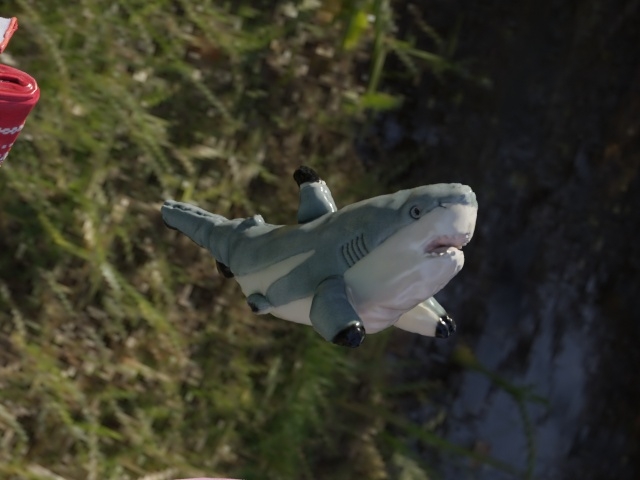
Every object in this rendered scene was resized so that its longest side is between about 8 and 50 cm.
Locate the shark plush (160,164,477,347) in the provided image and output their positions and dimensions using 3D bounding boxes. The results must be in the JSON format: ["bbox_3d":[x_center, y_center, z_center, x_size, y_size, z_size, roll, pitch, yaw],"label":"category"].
[{"bbox_3d":[0.000,0.000,0.704,0.073,0.161,0.067,1,98,-38],"label":"shark plush"}]

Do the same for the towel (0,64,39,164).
[{"bbox_3d":[-0.310,-0.026,1.012,0.199,0.031,0.275,2,146,-34],"label":"towel"}]

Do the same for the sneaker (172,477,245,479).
[{"bbox_3d":[-0.051,0.179,0.411,0.095,0.104,0.236,9,116,-31],"label":"sneaker"}]

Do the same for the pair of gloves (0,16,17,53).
[{"bbox_3d":[-0.304,-0.147,1.153,0.198,0.159,0.023,-74,180,-55],"label":"pair of gloves"}]
